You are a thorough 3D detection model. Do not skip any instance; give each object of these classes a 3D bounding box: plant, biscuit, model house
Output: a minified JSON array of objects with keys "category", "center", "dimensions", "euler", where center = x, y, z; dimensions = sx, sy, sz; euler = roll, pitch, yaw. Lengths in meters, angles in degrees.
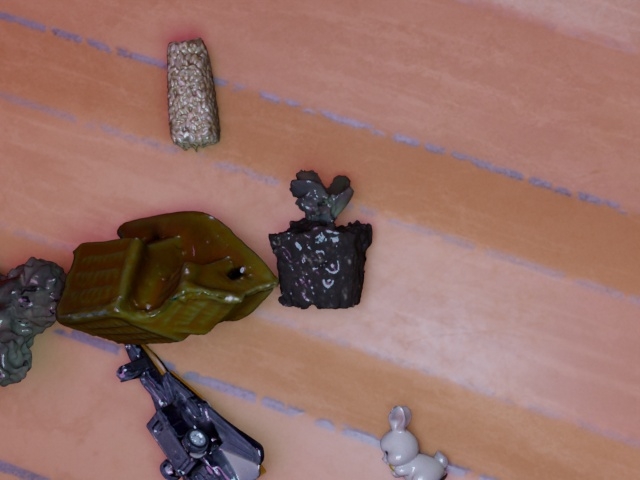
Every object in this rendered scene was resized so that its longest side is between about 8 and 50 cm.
[{"category":"plant","center":[0.000,0.000,1.767],"dimensions":[0.131,0.142,0.203],"euler":[6,90,24]},{"category":"biscuit","center":[-0.194,-0.221,1.842],"dimensions":[0.070,0.082,0.168],"euler":[-6,84,5]},{"category":"model house","center":[-0.232,0.059,1.720],"dimensions":[0.268,0.239,0.173],"euler":[-9,97,34]}]

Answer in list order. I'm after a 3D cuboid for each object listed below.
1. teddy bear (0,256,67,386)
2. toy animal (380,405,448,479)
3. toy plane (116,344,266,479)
[{"category":"teddy bear","center":[-0.584,0.118,1.732],"dimensions":[0.357,0.367,0.224],"euler":[24,112,12]},{"category":"toy animal","center":[0.125,0.308,1.756],"dimensions":[0.085,0.071,0.124],"euler":[-42,81,4]},{"category":"toy plane","center":[-0.216,0.257,1.795],"dimensions":[0.316,0.103,0.204],"euler":[48,127,12]}]
